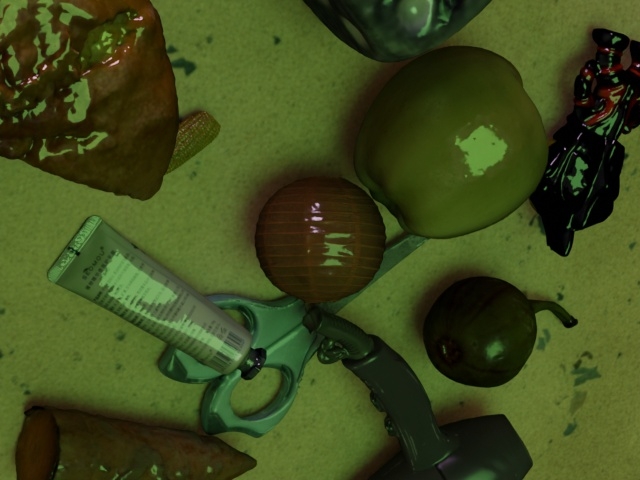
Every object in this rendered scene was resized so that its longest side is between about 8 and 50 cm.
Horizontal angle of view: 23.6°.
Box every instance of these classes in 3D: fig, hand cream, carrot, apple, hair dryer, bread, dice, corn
[{"bbox_3d":[0.219,0.094,1.724,0.236,0.124,0.124,-11,119,-41],"label":"fig"},{"bbox_3d":[-0.156,0.067,1.534,0.234,0.050,0.080,35,93,-19],"label":"hand cream"},{"bbox_3d":[-0.181,0.225,1.584,0.263,0.102,0.102,7,110,-32],"label":"carrot"},{"bbox_3d":[0.134,-0.096,1.533,0.200,0.200,0.200,-11,118,-22],"label":"apple"},{"bbox_3d":[0.049,0.210,1.686,0.301,0.121,0.361,-29,123,-2],"label":"hair dryer"},{"bbox_3d":[-0.257,-0.171,1.296,0.340,0.194,0.179,22,96,-35],"label":"bread"},{"bbox_3d":[0.059,-0.285,1.401,0.181,0.182,0.183,-40,123,-3],"label":"dice"},{"bbox_3d":[-0.139,-0.092,1.484,0.092,0.037,0.037,-37,125,-12],"label":"corn"}]

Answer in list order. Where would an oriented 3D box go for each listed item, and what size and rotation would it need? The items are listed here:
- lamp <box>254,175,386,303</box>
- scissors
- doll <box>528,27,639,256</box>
[{"bbox_3d":[0.000,0.000,1.539,0.136,0.136,0.136,-11,118,-22],"label":"lamp"},{"bbox_3d":[0.002,0.071,1.634,0.360,0.029,0.191,-33,122,-6],"label":"scissors"},{"bbox_3d":[0.296,-0.104,1.679,0.127,0.088,0.249,14,98,-10],"label":"doll"}]
